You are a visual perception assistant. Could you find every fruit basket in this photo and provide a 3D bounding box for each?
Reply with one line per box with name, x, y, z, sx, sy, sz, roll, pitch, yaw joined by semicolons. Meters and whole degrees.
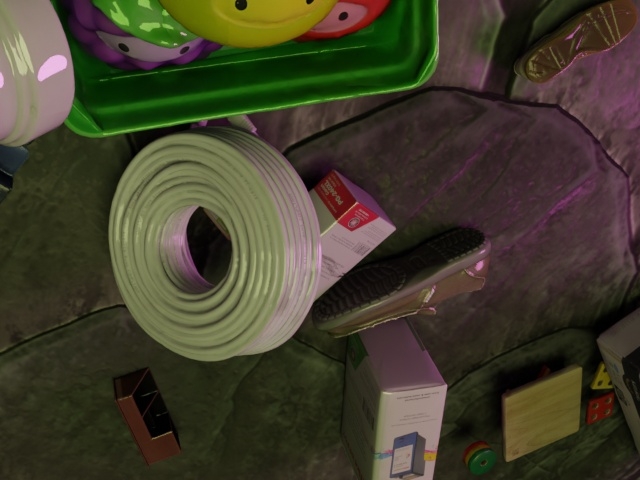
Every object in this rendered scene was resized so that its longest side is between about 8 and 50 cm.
fruit basket;-0.063;-0.230;0.770;0.392;0.392;0.283;-10;123;-9

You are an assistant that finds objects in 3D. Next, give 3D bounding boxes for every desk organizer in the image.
desk organizer;-0.231;0.236;1.202;0.050;0.047;0.130;-19;124;-6

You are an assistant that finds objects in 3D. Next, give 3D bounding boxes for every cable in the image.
cable;-0.118;0.004;0.980;0.089;0.257;0.257;-11;139;-58

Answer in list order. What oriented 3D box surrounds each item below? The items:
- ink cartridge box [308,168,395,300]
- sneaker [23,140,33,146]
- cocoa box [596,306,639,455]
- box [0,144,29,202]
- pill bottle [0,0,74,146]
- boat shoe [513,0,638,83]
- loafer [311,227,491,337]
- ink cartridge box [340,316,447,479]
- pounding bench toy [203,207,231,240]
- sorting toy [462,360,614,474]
ink cartridge box;0.000;0.000;1.087;0.150;0.063;0.109;-42;149;12
sneaker;-0.354;-0.176;0.893;0.087;0.083;0.221;-51;136;-15
cocoa box;0.600;0.247;1.312;0.231;0.228;0.347;-33;124;-5
box;-0.436;-0.043;0.979;0.136;0.036;0.225;33;106;-30
pill bottle;-0.389;-0.103;0.686;0.363;0.210;0.210;-34;134;-39
boat shoe;0.301;-0.237;1.063;0.153;0.048;0.056;-35;112;-1
loafer;0.112;0.072;1.165;0.251;0.094;0.087;-22;120;-2
ink cartridge box;0.093;0.234;1.224;0.093;0.154;0.212;-4;121;-15
pounding bench toy;-0.099;-0.045;1.063;0.052;0.083;0.065;-48;158;16
sorting toy;0.331;0.247;1.357;0.274;0.046;0.132;-19;125;-16
